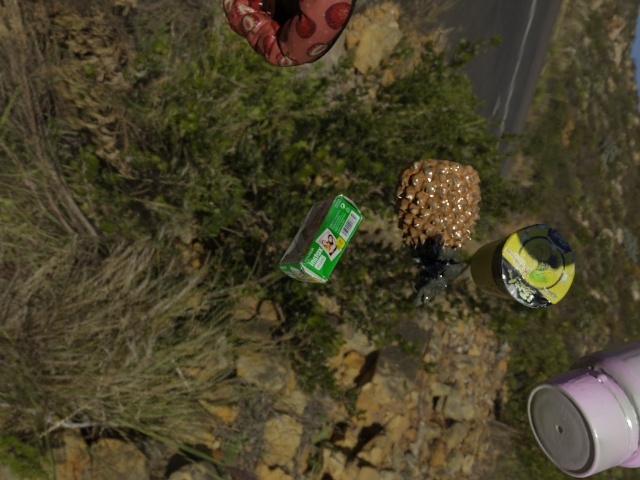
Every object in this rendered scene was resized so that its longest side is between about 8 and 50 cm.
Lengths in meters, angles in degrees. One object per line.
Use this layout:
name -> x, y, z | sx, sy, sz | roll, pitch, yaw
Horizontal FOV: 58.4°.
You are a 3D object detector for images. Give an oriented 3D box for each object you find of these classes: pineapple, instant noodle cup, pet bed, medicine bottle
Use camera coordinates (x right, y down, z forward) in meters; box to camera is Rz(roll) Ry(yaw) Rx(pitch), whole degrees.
pineapple -> 0.285, -0.012, 1.420 | 0.223, 0.223, 0.357 | 38, 55, -75
instant noodle cup -> 0.523, 0.071, 1.545 | 0.236, 0.215, 0.215 | 164, -52, -77
pet bed -> -0.029, -0.248, 0.484 | 0.053, 0.201, 0.201 | -13, 128, -32
medicine bottle -> 0.624, 0.357, 1.218 | 0.241, 0.302, 0.241 | 169, -90, -69

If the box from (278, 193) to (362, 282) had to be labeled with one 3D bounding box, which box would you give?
box -> 0.000, 0.000, 1.623 | 0.250, 0.103, 0.180 | -60, -160, -18
